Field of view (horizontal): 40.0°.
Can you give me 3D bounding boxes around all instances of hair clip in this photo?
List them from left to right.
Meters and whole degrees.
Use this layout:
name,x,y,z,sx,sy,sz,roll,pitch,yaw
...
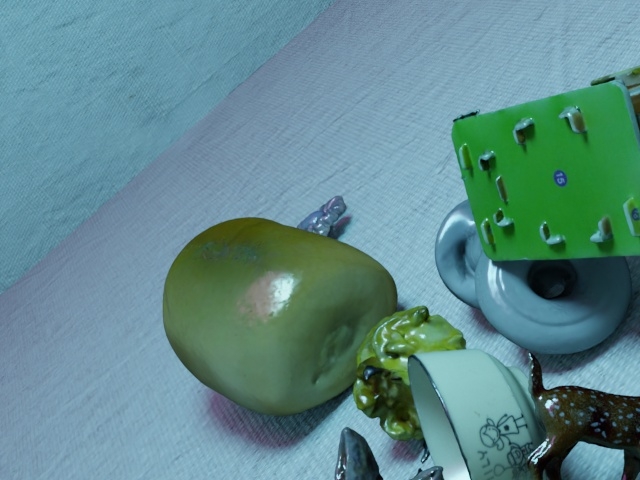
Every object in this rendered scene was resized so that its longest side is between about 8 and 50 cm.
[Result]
name,x,y,z,sx,sy,sz,roll,pitch,yaw
hair clip,-0.004,-0.004,1.863,0.173,0.069,0.300,-36,26,7

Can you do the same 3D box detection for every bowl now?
name,x,y,z,sx,sy,sz,roll,pitch,yaw
bowl,0.201,0.231,1.070,0.126,0.238,0.238,-19,26,-6

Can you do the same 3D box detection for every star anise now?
name,x,y,z,sx,sy,sz,roll,pitch,yaw
star anise,0.058,0.369,1.117,0.198,0.110,0.258,32,99,37

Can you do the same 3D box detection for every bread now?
name,x,y,z,sx,sy,sz,roll,pitch,yaw
bread,-0.096,0.110,1.541,0.348,0.253,0.376,-46,35,-18

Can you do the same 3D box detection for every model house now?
name,x,y,z,sx,sy,sz,roll,pitch,yaw
model house,0.415,-0.059,1.162,0.323,0.340,0.300,-21,7,-29

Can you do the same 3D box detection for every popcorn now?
name,x,y,z,sx,sy,sz,roll,pitch,yaw
popcorn,0.136,0.195,1.294,0.168,0.174,0.195,-10,23,9

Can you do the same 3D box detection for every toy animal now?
name,x,y,z,sx,sy,sz,roll,pitch,yaw
toy animal,0.350,0.193,0.979,0.087,0.243,0.260,136,145,-70

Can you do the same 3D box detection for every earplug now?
name,x,y,z,sx,sy,sz,roll,pitch,yaw
earplug,0.301,0.047,1.297,0.214,0.175,0.325,-41,35,-10
